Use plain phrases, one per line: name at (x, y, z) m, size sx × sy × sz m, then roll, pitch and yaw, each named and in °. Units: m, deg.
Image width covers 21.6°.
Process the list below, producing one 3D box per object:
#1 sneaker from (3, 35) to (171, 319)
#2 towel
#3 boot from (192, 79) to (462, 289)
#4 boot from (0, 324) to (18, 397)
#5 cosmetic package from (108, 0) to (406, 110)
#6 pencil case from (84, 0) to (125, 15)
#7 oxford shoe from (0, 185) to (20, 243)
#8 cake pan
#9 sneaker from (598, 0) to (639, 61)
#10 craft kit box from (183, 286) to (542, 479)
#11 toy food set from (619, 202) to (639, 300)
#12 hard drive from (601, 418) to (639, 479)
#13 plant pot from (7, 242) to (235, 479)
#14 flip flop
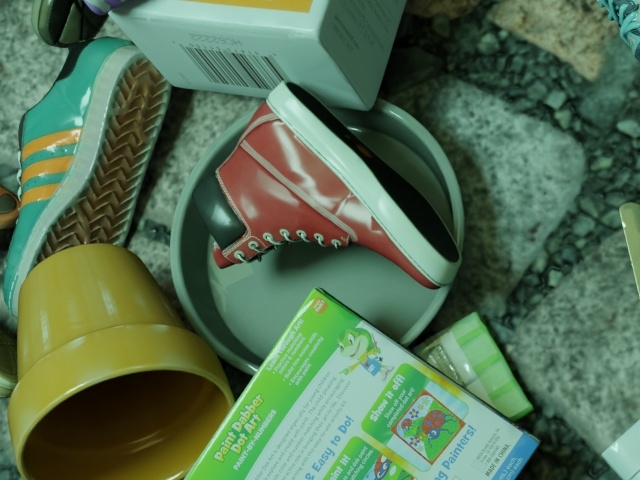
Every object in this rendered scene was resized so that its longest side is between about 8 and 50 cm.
sneaker at (-0.255, -0.062, 1.697) m, size 0.121 × 0.108 × 0.302 m, roll 20°, pitch 85°, yaw 40°
towel at (0.107, 0.149, 1.556) m, size 0.152 × 0.023 × 0.113 m, roll -30°, pitch 70°, yaw 5°
boot at (-0.001, -0.004, 1.550) m, size 0.244 × 0.088 × 0.176 m, roll 44°, pitch 106°, yaw 16°
boot at (-0.393, 0.139, 1.668) m, size 0.213 × 0.077 × 0.165 m, roll 33°, pitch 103°, yaw 25°
cosmetic package at (-0.011, -0.370, 1.638) m, size 0.230 × 0.161 × 0.453 m, roll 9°, pitch 71°, yaw 25°
pencil case at (-0.145, -0.286, 1.517) m, size 0.206 × 0.088 × 0.086 m, roll -31°, pitch 97°, yaw 7°
oxford shoe at (-0.483, -0.014, 1.759) m, size 0.364 × 0.130 × 0.132 m, roll 6°, pitch 109°, yaw 12°
cake pan at (0.000, 0.000, 1.613) m, size 0.293 × 0.054 × 0.293 m, roll -5°, pitch 73°, yaw 16°
sneaker at (0.301, -0.232, 1.558) m, size 0.283 × 0.110 × 0.122 m, roll 23°, pitch 86°, yaw 23°
craft kit box at (0.028, 0.212, 1.505) m, size 0.247 × 0.061 × 0.250 m, roll 35°, pitch 92°, yaw 9°
toy food set at (0.371, 0.011, 1.506) m, size 0.192 × 0.038 × 0.132 m, roll -9°, pitch 77°, yaw 4°
hard drive at (0.439, 0.235, 1.396) m, size 0.233 × 0.047 × 0.353 m, roll -42°, pitch 71°, yaw 3°
plant pot at (-0.203, 0.113, 1.581) m, size 0.205 × 0.205 × 0.188 m, roll -30°, pitch 52°, yaw 8°
flip flop at (-0.239, -0.335, 1.772) m, size 0.080 × 0.112 × 0.277 m, roll 23°, pitch 87°, yaw 37°
